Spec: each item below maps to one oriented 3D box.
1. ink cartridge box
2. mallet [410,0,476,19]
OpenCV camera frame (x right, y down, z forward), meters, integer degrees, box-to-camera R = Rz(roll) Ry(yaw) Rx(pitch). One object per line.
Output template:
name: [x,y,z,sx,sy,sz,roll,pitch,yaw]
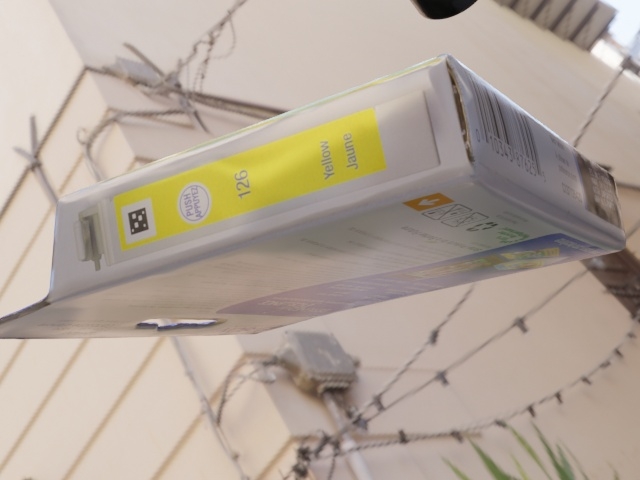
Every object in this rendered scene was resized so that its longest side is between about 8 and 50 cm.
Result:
ink cartridge box: [0.000,0.000,0.578,0.307,0.072,0.303,-13,-11,27]
mallet: [0.113,-0.129,0.387,0.062,0.190,0.039,59,-137,-45]
